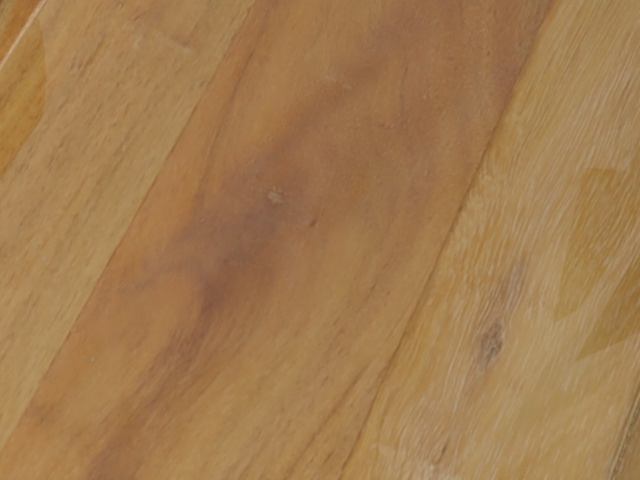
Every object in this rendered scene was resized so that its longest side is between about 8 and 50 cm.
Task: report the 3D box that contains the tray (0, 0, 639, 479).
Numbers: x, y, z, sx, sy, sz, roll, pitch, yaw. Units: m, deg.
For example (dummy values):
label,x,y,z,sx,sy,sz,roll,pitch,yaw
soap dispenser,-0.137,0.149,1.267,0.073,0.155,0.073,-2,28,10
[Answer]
label,x,y,z,sx,sy,sz,roll,pitch,yaw
tray,0.000,0.000,0.357,0.203,0.076,0.411,23,-114,6
